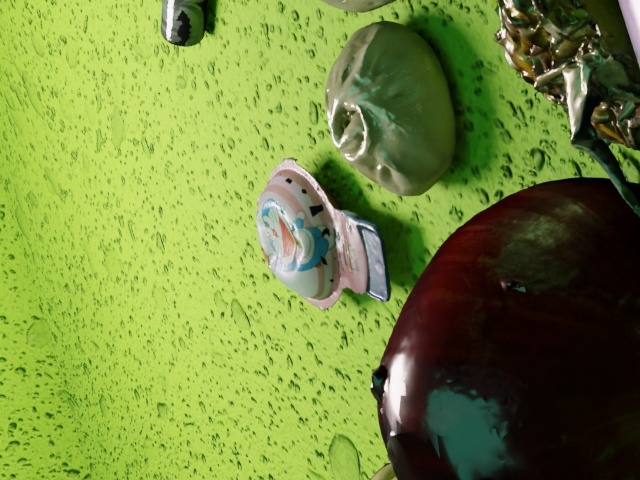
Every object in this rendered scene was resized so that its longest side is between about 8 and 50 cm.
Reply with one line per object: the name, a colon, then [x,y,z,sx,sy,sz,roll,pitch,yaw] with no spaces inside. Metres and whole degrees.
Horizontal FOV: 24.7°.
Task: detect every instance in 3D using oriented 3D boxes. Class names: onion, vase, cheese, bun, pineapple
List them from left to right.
vase: [-0.168,-0.345,1.853,0.060,0.060,0.211,53,147,35]
cheese: [0.000,0.000,1.717,0.286,0.074,0.188,22,127,57]
bun: [0.058,-0.128,1.492,0.183,0.102,0.183,45,144,48]
pineapple: [0.183,-0.168,1.101,0.161,0.158,0.334,-14,104,47]
onion: [0.197,0.123,1.151,0.341,0.341,0.341,41,140,47]

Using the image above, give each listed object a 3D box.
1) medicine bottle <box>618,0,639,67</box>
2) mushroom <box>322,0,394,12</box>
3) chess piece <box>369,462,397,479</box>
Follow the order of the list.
medicine bottle: [0.260,-0.223,0.975,0.152,0.152,0.253,-17,91,64]
mushroom: [0.032,-0.282,1.472,0.333,0.087,0.107,178,80,-67]
chess piece: [0.127,0.325,1.652,0.170,0.094,0.094,27,129,52]
